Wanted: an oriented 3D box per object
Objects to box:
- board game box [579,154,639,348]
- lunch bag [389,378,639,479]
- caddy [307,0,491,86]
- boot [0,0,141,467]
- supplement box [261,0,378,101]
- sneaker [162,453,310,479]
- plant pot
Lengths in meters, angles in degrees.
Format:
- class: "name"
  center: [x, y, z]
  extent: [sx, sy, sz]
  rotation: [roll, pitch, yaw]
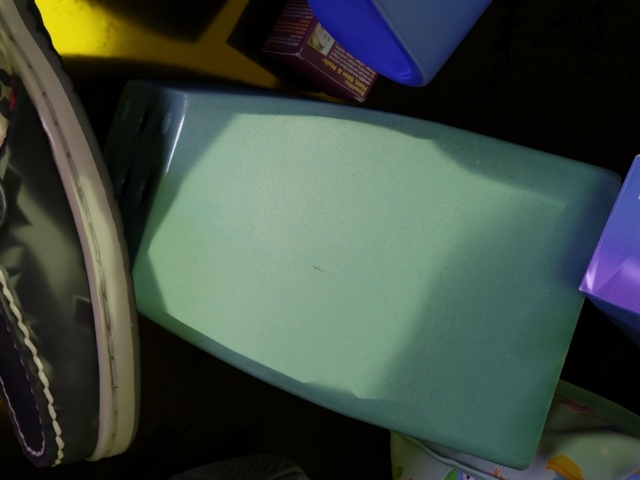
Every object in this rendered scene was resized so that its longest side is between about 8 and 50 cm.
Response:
- class: "board game box"
  center: [0.300, 0.067, 0.823]
  extent: [0.078, 0.233, 0.347]
  rotation: [-66, 157, -3]
- class: "lunch bag"
  center: [0.164, 0.226, 0.851]
  extent: [0.160, 0.262, 0.223]
  rotation: [-13, 109, -28]
- class: "caddy"
  center: [-0.006, -0.218, 0.626]
  extent: [0.179, 0.241, 0.341]
  rotation: [-55, 158, -1]
- class: "boot"
  center: [-0.251, -0.035, 0.612]
  extent: [0.284, 0.138, 0.377]
  rotation: [-23, 109, -26]
- class: "supplement box"
  center: [0.014, -0.128, 0.806]
  extent: [0.055, 0.043, 0.083]
  rotation: [32, 83, -33]
- class: "sneaker"
  center: [-0.088, 0.221, 0.804]
  extent: [0.227, 0.087, 0.130]
  rotation: [-37, 119, -16]
- class: "plant pot"
  center: [0.000, 0.000, 0.766]
  extent: [0.234, 0.165, 0.166]
  rotation: [17, 92, -26]
